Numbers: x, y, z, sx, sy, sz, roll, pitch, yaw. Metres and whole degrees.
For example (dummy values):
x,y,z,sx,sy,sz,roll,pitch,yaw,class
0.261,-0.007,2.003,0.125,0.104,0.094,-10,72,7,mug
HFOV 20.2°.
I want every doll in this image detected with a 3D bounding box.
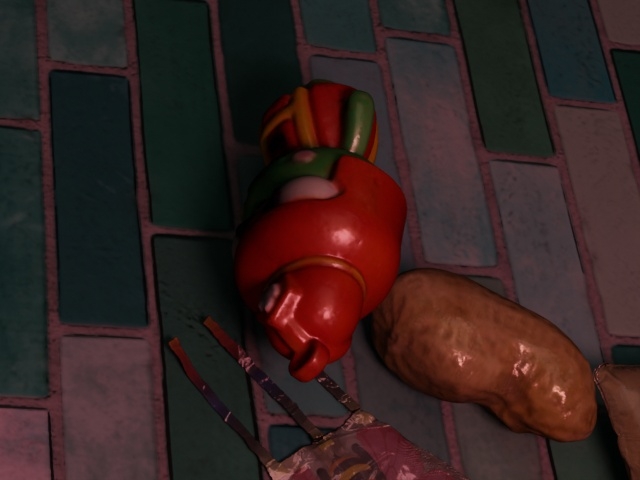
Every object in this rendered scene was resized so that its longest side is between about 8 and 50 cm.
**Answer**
x,y,z,sx,sy,sz,roll,pitch,yaw,class
-0.001,-0.001,1.775,0.160,0.182,0.363,34,38,-24,doll

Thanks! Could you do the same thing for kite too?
x,y,z,sx,sy,sz,roll,pitch,yaw,class
0.011,0.202,1.747,0.204,0.022,0.360,-30,71,-32,kite

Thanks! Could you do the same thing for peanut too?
x,y,z,sx,sy,sz,roll,pitch,yaw,class
0.166,0.119,1.802,0.253,0.122,0.137,24,38,-7,peanut

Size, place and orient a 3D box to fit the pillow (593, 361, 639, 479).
x,y,z,sx,sy,sz,roll,pitch,yaw,class
0.380,0.254,1.799,0.184,0.075,0.302,0,66,-26,pillow
